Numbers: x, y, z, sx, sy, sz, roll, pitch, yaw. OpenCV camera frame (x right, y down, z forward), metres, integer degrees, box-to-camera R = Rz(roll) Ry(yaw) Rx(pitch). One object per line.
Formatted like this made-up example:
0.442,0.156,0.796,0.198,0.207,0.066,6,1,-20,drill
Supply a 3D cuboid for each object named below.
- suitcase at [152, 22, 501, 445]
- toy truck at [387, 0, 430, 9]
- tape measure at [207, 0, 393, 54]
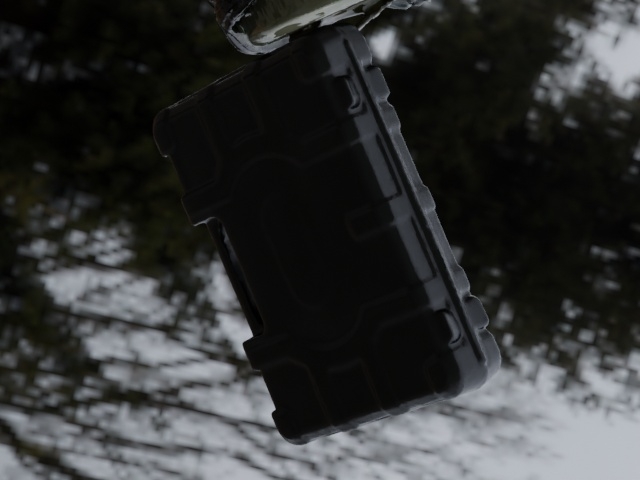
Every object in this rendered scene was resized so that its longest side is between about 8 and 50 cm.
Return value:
0.000,0.000,1.436,0.206,0.066,0.285,-22,-89,44,suitcase
0.101,-0.340,1.909,0.270,0.114,0.135,136,-36,-58,toy truck
0.004,-0.229,1.585,0.133,0.231,0.271,66,-12,-7,tape measure
